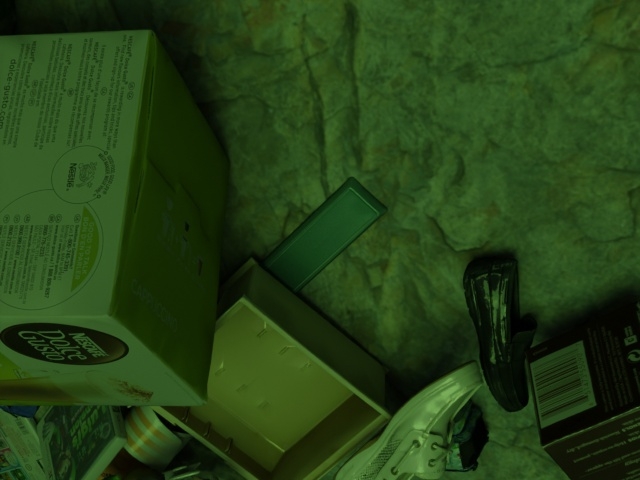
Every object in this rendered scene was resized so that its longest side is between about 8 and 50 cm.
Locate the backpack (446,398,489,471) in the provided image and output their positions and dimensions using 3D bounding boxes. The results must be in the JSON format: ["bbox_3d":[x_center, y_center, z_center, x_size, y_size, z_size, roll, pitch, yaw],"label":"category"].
[{"bbox_3d":[0.161,0.262,1.706,0.114,0.105,0.084,-6,107,22],"label":"backpack"}]

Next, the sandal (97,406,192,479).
[{"bbox_3d":[-0.262,0.306,1.826,0.102,0.076,0.265,38,117,-9],"label":"sandal"}]

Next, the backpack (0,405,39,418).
[{"bbox_3d":[-0.448,0.195,1.796,0.120,0.098,0.101,22,122,-1],"label":"backpack"}]

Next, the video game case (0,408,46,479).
[{"bbox_3d":[-0.483,0.321,1.910,0.143,0.019,0.157,-18,112,19],"label":"video game case"}]

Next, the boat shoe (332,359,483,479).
[{"bbox_3d":[0.131,0.264,1.612,0.096,0.098,0.277,52,124,20],"label":"boat shoe"}]

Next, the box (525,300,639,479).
[{"bbox_3d":[0.385,0.220,1.576,0.167,0.168,0.203,-28,126,22],"label":"box"}]

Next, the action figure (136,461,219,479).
[{"bbox_3d":[-0.185,0.386,1.750,0.185,0.099,0.285,-14,153,22],"label":"action figure"}]

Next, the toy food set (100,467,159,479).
[{"bbox_3d":[-0.265,0.360,1.818,0.192,0.038,0.132,0,157,-31],"label":"toy food set"}]

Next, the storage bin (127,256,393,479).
[{"bbox_3d":[-0.084,0.205,1.694,0.262,0.123,0.260,39,114,-16],"label":"storage bin"}]

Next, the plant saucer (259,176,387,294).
[{"bbox_3d":[0.000,0.000,1.654,0.067,0.018,0.192,42,117,-10],"label":"plant saucer"}]

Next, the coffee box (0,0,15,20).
[{"bbox_3d":[-0.457,-0.269,1.516,0.113,0.184,0.040,0,118,10],"label":"coffee box"}]

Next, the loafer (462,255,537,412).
[{"bbox_3d":[0.246,0.125,1.633,0.078,0.076,0.223,-7,111,23],"label":"loafer"}]

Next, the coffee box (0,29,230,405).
[{"bbox_3d":[-0.315,-0.011,1.459,0.334,0.338,0.337,-1,157,12],"label":"coffee box"}]

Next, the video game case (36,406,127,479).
[{"bbox_3d":[-0.344,0.274,1.782,0.022,0.173,0.190,17,124,-36],"label":"video game case"}]
